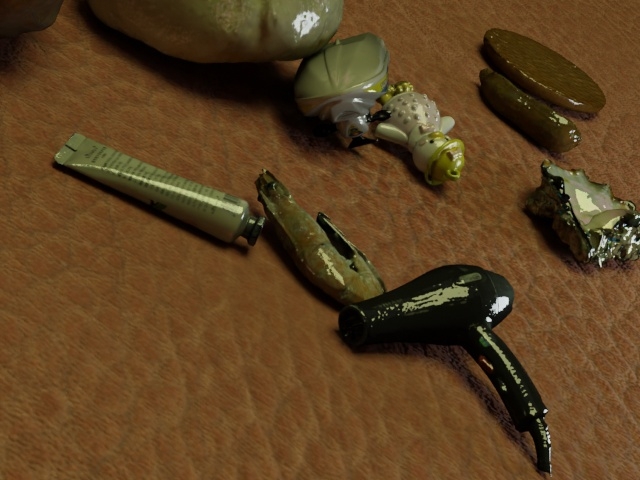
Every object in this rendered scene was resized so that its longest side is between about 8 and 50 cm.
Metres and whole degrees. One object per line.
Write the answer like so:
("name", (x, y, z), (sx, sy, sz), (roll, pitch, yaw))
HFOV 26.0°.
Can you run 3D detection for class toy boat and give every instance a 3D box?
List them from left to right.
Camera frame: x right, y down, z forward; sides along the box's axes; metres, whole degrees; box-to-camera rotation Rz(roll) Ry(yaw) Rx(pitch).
("toy boat", (0.033, -0.208, 1.911), (0.141, 0.141, 0.269), (24, 26, -13))

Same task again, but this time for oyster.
("oyster", (0.397, -0.037, 2.025), (0.198, 0.092, 0.259), (28, 17, -4))

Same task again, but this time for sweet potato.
("sweet potato", (0.336, -0.220, 2.316), (0.233, 0.062, 0.081), (42, 13, 30))

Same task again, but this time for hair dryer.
("hair dryer", (0.166, 0.138, 1.483), (0.235, 0.091, 0.271), (-9, 49, -40))

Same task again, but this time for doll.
("doll", (0.142, -0.149, 1.960), (0.129, 0.081, 0.207), (-9, 45, -26))

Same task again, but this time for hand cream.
("hand cream", (-0.172, -0.056, 1.513), (0.234, 0.050, 0.080), (24, 27, -2))

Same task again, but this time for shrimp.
("shrimp", (0.000, 0.000, 1.586), (0.126, 0.047, 0.223), (5, 40, -53))

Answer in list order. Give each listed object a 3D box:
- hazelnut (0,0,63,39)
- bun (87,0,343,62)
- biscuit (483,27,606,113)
("hazelnut", (-0.421, -0.404, 1.566), (0.366, 0.366, 0.366), (24, 27, -13))
("bun", (-0.130, -0.385, 1.878), (0.365, 0.219, 0.365), (12, 31, -7))
("biscuit", (0.412, -0.312, 2.578), (0.262, 0.037, 0.262), (24, 27, -13))
